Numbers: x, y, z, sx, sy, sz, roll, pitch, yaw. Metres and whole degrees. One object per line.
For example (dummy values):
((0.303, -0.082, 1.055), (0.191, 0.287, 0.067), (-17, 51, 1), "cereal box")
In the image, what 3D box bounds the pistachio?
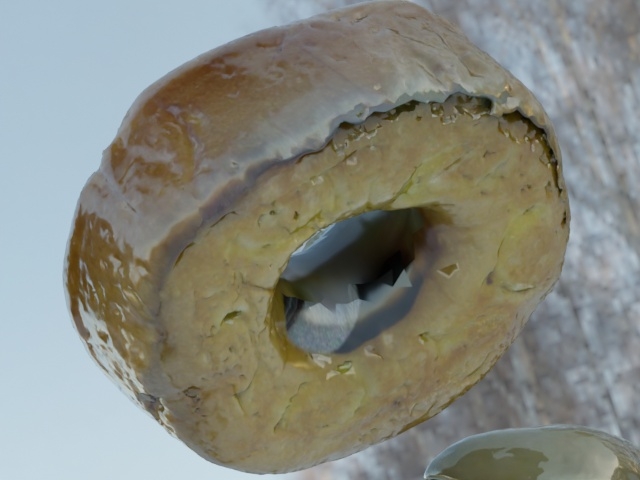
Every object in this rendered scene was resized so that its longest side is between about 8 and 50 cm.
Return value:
((0.163, 0.190, 1.235), (0.185, 0.124, 0.124), (7, -25, -7), "pistachio")

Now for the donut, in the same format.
((0.000, 0.000, 1.079), (0.299, 0.150, 0.317), (29, -81, -35), "donut")
